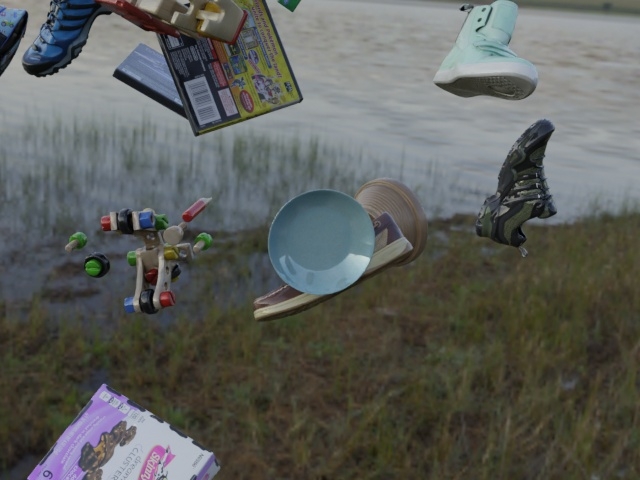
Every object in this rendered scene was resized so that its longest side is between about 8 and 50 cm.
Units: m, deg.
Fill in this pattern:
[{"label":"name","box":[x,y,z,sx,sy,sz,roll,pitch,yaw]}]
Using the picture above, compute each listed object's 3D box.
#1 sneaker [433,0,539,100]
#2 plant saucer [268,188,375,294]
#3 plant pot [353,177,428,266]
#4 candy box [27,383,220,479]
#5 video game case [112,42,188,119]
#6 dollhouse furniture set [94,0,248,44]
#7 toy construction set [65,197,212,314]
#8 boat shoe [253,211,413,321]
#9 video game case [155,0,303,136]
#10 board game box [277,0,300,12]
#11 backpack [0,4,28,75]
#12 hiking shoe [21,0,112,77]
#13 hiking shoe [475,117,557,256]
[{"label":"sneaker","box":[0.257,-0.291,1.358,0.094,0.151,0.256,23,3,-20]},{"label":"plant saucer","box":[0.000,0.000,1.661,0.195,0.194,0.037,1,13,-11]},{"label":"plant pot","box":[0.150,-0.036,2.363,0.237,0.237,0.110,18,28,40]},{"label":"candy box","box":[-0.265,0.318,1.261,0.196,0.070,0.165,27,63,19]},{"label":"video game case","box":[-0.365,-0.376,2.156,0.196,0.026,0.274,30,21,-11]},{"label":"dollhouse furniture set","box":[-0.238,-0.479,1.712,0.374,0.201,0.152,24,1,40]},{"label":"toy construction set","box":[-0.360,-0.003,2.118,0.309,0.257,0.237,-32,10,22]},{"label":"boat shoe","box":[0.010,0.046,1.792,0.342,0.123,0.123,-26,-7,-12]},{"label":"video game case","box":[-0.199,-0.386,1.968,0.248,0.274,0.035,-21,-2,-16]},{"label":"board game box","box":[-0.031,-0.650,2.148,0.046,0.213,0.317,33,15,-15]},{"label":"backpack","box":[-0.639,-0.382,1.762,0.117,0.173,0.158,31,-28,-17]},{"label":"hiking shoe","box":[-0.539,-0.485,1.949,0.113,0.304,0.132,38,-5,33]},{"label":"hiking shoe","box":[0.351,-0.090,1.537,0.114,0.226,0.086,27,21,11]}]
